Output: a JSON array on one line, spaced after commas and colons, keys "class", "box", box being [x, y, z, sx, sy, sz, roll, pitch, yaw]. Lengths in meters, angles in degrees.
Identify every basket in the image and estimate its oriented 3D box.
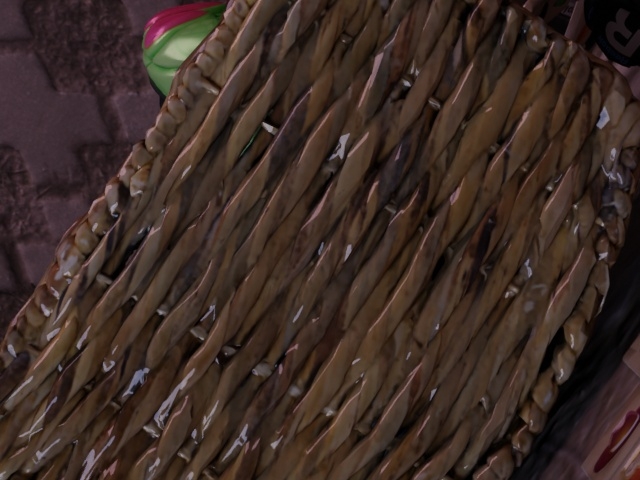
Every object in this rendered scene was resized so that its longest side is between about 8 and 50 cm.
[{"class": "basket", "box": [0.004, 0.018, 0.812, 0.299, 0.213, 0.223, -56, 2, 2]}]

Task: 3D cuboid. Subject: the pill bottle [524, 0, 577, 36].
[{"class": "pill bottle", "box": [0.175, -0.232, 1.264, 0.246, 0.130, 0.130, -52, 6, 25]}]

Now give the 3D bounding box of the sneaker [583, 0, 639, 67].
[{"class": "sneaker", "box": [0.181, -0.128, 0.919, 0.121, 0.079, 0.217, -56, -4, 34]}]

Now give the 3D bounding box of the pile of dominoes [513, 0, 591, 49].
[{"class": "pile of dominoes", "box": [0.141, -0.123, 1.049, 0.196, 0.040, 0.251, -41, -24, -39]}]

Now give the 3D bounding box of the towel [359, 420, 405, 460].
[{"class": "towel", "box": [0.042, 0.075, 1.106, 0.285, 0.034, 0.209, -57, 6, -16]}]

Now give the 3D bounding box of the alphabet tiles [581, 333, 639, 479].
[{"class": "alphabet tiles", "box": [0.167, -0.004, 0.584, 0.237, 0.009, 0.198, -56, 5, 5]}]

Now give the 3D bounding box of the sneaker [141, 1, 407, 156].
[{"class": "sneaker", "box": [-0.010, -0.077, 1.292, 0.483, 0.185, 0.202, -24, -73, -72]}]

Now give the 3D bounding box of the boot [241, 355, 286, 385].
[{"class": "boot", "box": [0.023, 0.048, 0.958, 0.246, 0.094, 0.207, 34, 101, 57]}]
